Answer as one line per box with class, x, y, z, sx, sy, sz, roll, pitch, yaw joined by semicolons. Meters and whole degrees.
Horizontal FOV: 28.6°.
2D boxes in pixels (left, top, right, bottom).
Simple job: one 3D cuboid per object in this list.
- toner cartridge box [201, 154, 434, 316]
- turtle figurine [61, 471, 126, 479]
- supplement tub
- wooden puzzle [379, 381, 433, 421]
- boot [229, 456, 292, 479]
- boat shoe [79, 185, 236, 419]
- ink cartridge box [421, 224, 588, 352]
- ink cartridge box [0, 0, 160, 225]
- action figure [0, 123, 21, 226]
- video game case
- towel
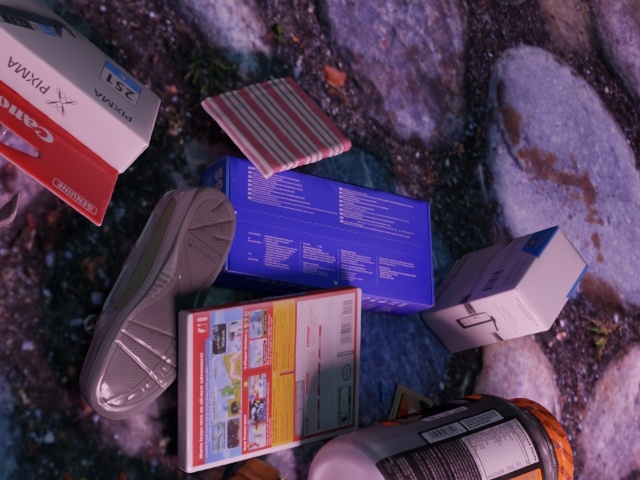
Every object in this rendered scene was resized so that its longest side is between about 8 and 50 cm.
toner cartridge box;0.000;0.000;1.755;0.348;0.075;0.165;12;67;-33
turtle figurine;-0.343;0.317;1.396;0.217;0.087;0.269;42;45;-11
supplement tub;0.167;0.325;1.684;0.338;0.207;0.207;-10;81;-38
wooden puzzle;0.131;0.249;1.806;0.116;0.014;0.079;22;63;-28
boot;-0.117;0.326;1.574;0.197;0.073;0.152;43;47;-16
boat shoe;-0.213;0.073;1.570;0.118;0.103;0.320;41;63;-41
ink cartridge box;0.267;0.074;1.843;0.086;0.203;0.148;50;53;-14
ink cartridge box;-0.338;-0.186;1.506;0.296;0.066;0.261;38;25;-20
action figure;-0.501;-0.073;1.361;0.330;0.178;0.341;14;42;-27
video game case;-0.061;0.173;1.629;0.285;0.025;0.204;-7;102;-40
towel;-0.060;-0.156;1.742;0.144;0.029;0.197;49;39;16
